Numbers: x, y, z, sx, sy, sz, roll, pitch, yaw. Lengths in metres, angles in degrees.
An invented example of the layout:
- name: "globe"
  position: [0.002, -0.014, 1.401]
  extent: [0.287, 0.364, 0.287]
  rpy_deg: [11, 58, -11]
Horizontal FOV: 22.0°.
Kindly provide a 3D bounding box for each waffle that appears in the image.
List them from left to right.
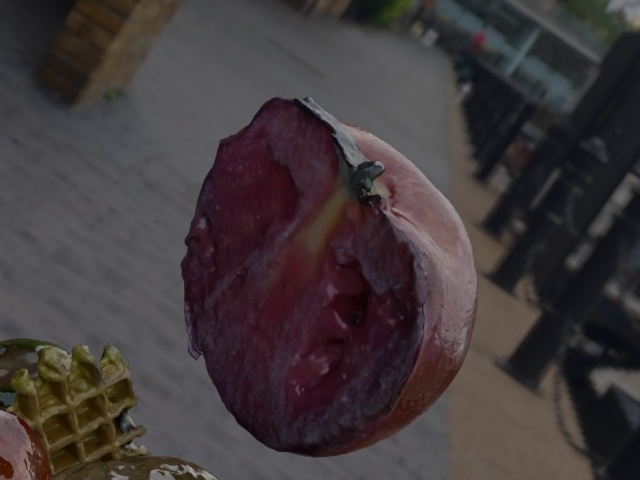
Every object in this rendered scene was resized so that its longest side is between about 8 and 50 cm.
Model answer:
- name: "waffle"
  position: [-0.286, 0.251, 1.887]
  extent: [0.065, 0.283, 0.309]
  rpy_deg: [32, 5, 40]

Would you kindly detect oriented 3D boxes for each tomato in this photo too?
- name: "tomato"
  position: [0.016, 0.038, 1.568]
  extent: [0.176, 0.289, 0.335]
  rpy_deg: [1, 45, -50]

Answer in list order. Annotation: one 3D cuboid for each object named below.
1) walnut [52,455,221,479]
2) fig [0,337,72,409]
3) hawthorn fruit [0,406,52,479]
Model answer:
- name: "walnut"
  position: [-0.187, 0.376, 1.648]
  extent: [0.333, 0.332, 0.333]
  rpy_deg: [34, 8, -6]
- name: "fig"
  position: [-0.428, 0.223, 2.112]
  extent: [0.275, 0.206, 0.206]
  rpy_deg: [-1, -1, 16]
- name: "hawthorn fruit"
  position: [-0.248, 0.208, 1.117]
  extent: [0.157, 0.157, 0.194]
  rpy_deg: [-127, -160, -65]
